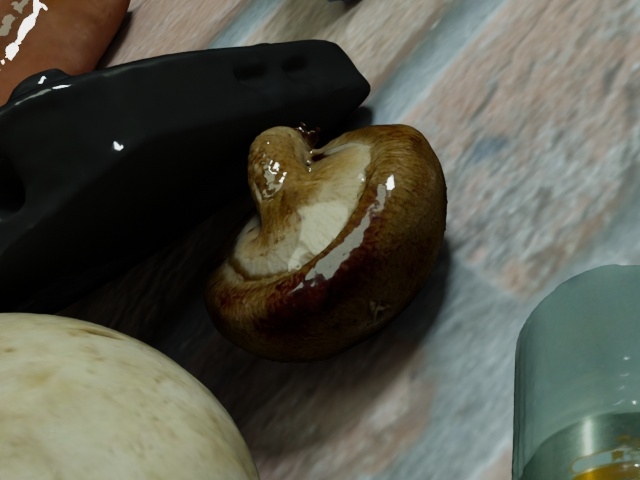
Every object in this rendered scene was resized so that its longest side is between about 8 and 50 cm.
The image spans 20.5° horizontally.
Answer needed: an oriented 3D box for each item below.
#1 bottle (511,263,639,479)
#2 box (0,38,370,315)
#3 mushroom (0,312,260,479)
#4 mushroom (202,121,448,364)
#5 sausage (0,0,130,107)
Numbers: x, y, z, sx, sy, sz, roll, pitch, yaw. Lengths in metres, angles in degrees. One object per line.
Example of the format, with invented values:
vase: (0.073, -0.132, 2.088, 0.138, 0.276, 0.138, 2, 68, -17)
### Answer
bottle: (0.093, 0.126, 0.487, 0.082, 0.082, 0.286, -31, 31, 29)
box: (-0.140, -0.008, 0.886, 0.290, 0.073, 0.289, -32, -4, 28)
mushroom: (-0.121, 0.128, 0.713, 0.253, 0.195, 0.189, 16, 34, 42)
mushroom: (0.000, 0.000, 0.787, 0.127, 0.087, 0.127, -39, 24, 21)
sausage: (-0.254, -0.041, 1.211, 0.419, 0.094, 0.094, -63, 1, -28)
